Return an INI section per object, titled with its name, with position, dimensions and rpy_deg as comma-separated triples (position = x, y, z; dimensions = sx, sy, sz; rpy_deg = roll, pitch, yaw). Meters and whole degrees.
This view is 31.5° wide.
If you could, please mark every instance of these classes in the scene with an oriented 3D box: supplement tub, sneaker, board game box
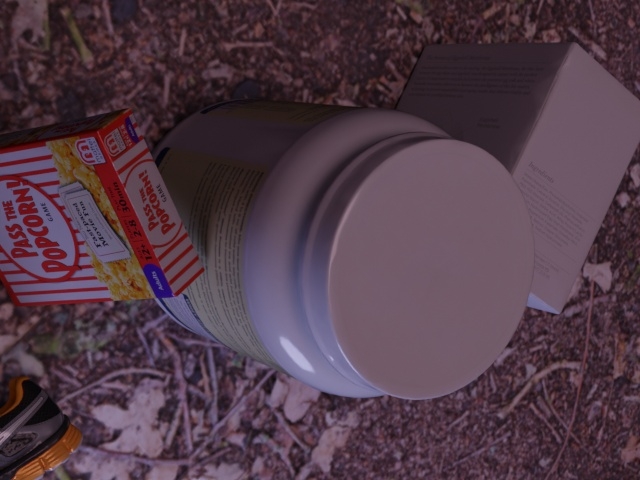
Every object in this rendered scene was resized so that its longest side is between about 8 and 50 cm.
[supplement tub]
position = 0.000, 0.000, 0.976
dimensions = 0.235, 0.325, 0.235
rpy_deg = -6, 102, -32
[sneaker]
position = -0.312, 0.195, 0.961
dimensions = 0.215, 0.084, 0.083
rpy_deg = -32, 101, -29
[board game box]
position = -0.204, -0.021, 0.920
dimensions = 0.045, 0.193, 0.147
rpy_deg = -46, 122, -46

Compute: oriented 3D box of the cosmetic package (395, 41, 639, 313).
[cosmetic package]
position = 0.170, -0.070, 1.135
dimensions = 0.138, 0.224, 0.224
rpy_deg = 30, 82, -32
